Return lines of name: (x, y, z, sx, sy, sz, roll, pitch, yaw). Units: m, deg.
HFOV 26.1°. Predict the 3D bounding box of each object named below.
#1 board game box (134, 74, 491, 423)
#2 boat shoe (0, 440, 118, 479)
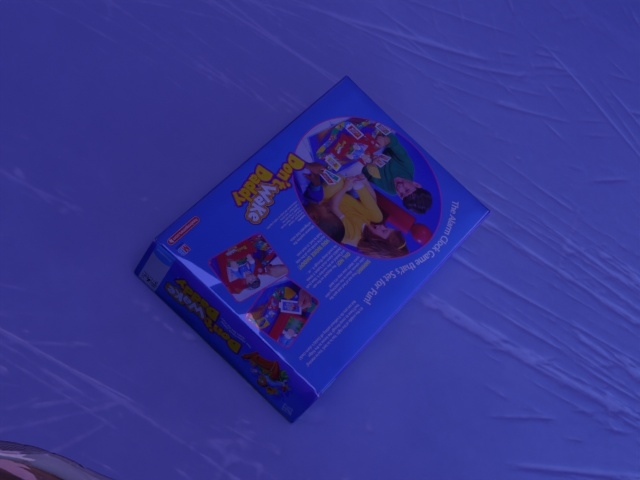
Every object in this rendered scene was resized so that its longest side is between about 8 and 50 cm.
board game box: (0.000, 0.000, 1.516, 0.233, 0.078, 0.347, 44, 53, 4)
boat shoe: (-0.242, 0.262, 1.223, 0.324, 0.123, 0.116, 17, 58, -14)
